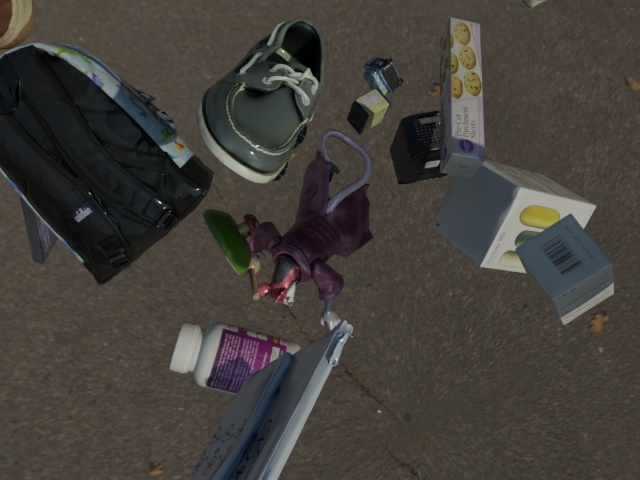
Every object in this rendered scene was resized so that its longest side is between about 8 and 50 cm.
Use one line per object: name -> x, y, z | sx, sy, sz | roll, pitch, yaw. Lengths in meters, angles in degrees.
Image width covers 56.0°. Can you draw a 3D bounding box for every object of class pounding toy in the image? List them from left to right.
pounding toy -> -0.188, 0.003, 1.508 | 0.110, 0.237, 0.183 | -31, 28, -2

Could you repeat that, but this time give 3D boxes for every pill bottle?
pill bottle -> -0.215, 0.299, 1.508 | 0.301, 0.169, 0.169 | 17, 75, -10

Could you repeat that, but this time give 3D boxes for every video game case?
video game case -> -0.507, -0.116, 1.188 | 0.026, 0.196, 0.274 | 17, 49, -4

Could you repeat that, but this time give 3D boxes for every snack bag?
snack bag -> -0.105, 0.282, 0.850 | 0.037, 0.342, 0.323 | 38, 54, -8

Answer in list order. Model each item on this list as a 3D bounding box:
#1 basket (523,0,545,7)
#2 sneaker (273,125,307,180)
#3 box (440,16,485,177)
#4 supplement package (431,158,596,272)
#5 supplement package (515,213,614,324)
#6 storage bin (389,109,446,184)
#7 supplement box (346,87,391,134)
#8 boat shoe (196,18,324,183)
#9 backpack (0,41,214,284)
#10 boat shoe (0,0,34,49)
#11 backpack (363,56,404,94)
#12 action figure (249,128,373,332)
basket -> 0.435, -0.601, 1.109 | 0.255, 0.201, 0.289 | 46, 73, -9
sneaker -> -0.108, -0.276, 1.804 | 0.081, 0.094, 0.208 | 29, 89, -3
box -> 0.261, -0.271, 1.116 | 0.067, 0.063, 0.324 | 9, 64, -5
supplement package -> 0.446, -0.055, 1.408 | 0.198, 0.262, 0.199 | 49, 124, 51
supplement package -> 0.406, 0.052, 0.992 | 0.105, 0.179, 0.105 | -35, 60, 10
storage bin -> 0.226, -0.196, 1.282 | 0.122, 0.180, 0.084 | -11, 76, -6
supplement box -> 0.123, -0.329, 1.530 | 0.083, 0.083, 0.056 | -33, 77, -21
boat shoe -> -0.055, -0.179, 0.698 | 0.116, 0.319, 0.099 | 35, 121, -16
backpack -> -0.389, -0.157, 0.999 | 0.290, 0.355, 0.273 | -40, 26, 19
boat shoe -> -0.446, -0.388, 0.675 | 0.123, 0.123, 0.342 | -14, 98, 20
backpack -> 0.180, -0.503, 1.831 | 0.084, 0.105, 0.114 | -40, 36, -1
action figure -> 0.000, 0.000, 1.207 | 0.248, 0.276, 0.370 | 32, 42, 4
